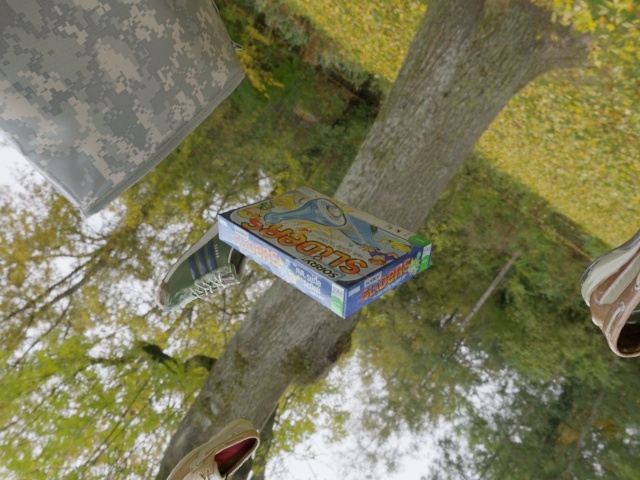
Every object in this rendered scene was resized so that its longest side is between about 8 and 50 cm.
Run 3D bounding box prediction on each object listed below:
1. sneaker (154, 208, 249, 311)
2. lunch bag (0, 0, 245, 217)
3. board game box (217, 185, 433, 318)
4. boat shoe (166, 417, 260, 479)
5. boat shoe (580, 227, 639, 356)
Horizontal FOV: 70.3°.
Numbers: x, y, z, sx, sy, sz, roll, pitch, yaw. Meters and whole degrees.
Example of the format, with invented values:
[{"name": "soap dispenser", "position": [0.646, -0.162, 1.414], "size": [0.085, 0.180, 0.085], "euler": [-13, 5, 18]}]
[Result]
[{"name": "sneaker", "position": [-0.161, 0.044, 0.693], "size": [0.086, 0.192, 0.064], "euler": [34, 168, 24]}, {"name": "lunch bag", "position": [-0.240, -0.216, 0.501], "size": [0.169, 0.287, 0.235], "euler": [31, 157, 39]}, {"name": "board game box", "position": [0.000, 0.000, 0.502], "size": [0.136, 0.035, 0.201], "euler": [-24, -142, -39]}, {"name": "boat shoe", "position": [-0.166, 0.349, 0.702], "size": [0.059, 0.170, 0.063], "euler": [11, 135, 54]}, {"name": "boat shoe", "position": [0.400, 0.025, 0.477], "size": [0.123, 0.324, 0.119], "euler": [7, -127, 5]}]
